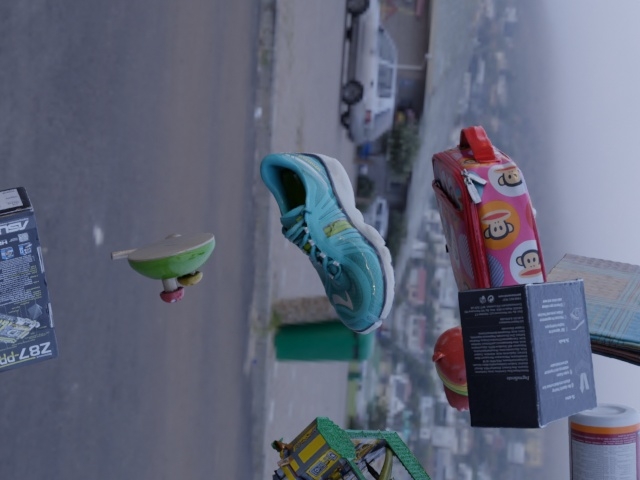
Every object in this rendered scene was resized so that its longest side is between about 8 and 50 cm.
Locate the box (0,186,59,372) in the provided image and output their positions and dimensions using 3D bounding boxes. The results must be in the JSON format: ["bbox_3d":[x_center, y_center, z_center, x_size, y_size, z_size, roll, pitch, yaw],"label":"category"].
[{"bbox_3d":[-0.651,0.102,1.626,0.097,0.394,0.318,-132,-146,-50],"label":"box"}]

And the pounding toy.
[{"bbox_3d":[-0.308,0.060,2.051,0.237,0.182,0.110,6,-68,58],"label":"pounding toy"}]

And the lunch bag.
[{"bbox_3d":[0.241,-0.038,1.450,0.293,0.120,0.258,-97,175,-78],"label":"lunch bag"}]

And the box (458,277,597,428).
[{"bbox_3d":[0.242,0.128,1.147,0.156,0.093,0.158,0,83,-52],"label":"box"}]

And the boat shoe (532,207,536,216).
[{"bbox_3d":[0.328,-0.010,1.628,0.035,0.035,0.100,7,105,-48],"label":"boat shoe"}]

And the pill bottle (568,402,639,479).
[{"bbox_3d":[0.486,0.397,1.685,0.121,0.121,0.221,-42,130,-85],"label":"pill bottle"}]

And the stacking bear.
[{"bbox_3d":[0.310,0.251,2.062,0.289,0.175,0.164,38,34,-68],"label":"stacking bear"}]

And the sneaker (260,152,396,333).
[{"bbox_3d":[0.000,0.000,1.224,0.107,0.110,0.275,-48,-127,29],"label":"sneaker"}]

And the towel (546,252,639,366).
[{"bbox_3d":[0.469,0.104,1.564,0.370,0.271,0.040,-29,126,-58],"label":"towel"}]

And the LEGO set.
[{"bbox_3d":[0.049,0.372,1.132,0.192,0.331,0.255,-46,161,14],"label":"LEGO set"}]
